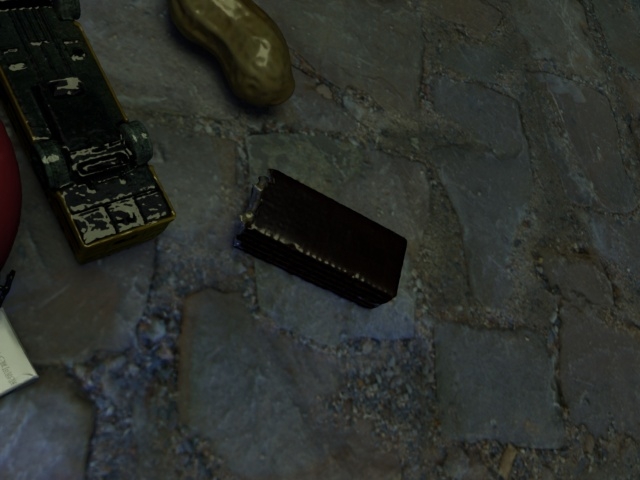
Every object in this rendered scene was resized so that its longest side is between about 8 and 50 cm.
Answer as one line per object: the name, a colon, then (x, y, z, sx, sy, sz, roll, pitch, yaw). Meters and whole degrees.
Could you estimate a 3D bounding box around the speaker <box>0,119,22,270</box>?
speaker: (-0.411, -0.033, 0.452, 0.294, 0.294, 0.294, 11, 65, -25)

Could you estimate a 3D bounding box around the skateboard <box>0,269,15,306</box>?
skateboard: (-0.360, 0.007, 0.603, 0.080, 0.067, 0.151, 25, 65, -29)

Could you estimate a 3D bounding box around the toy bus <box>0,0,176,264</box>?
toy bus: (-0.295, -0.144, 0.656, 0.121, 0.123, 0.335, -24, 82, -32)

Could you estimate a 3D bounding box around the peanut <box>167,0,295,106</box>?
peanut: (-0.136, -0.311, 0.820, 0.125, 0.111, 0.274, -37, 89, -30)

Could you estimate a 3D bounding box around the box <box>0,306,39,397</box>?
box: (-0.370, 0.138, 0.549, 0.154, 0.040, 0.084, -27, 87, -33)

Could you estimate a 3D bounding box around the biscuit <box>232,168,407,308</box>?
biscuit: (0.000, 0.000, 0.790, 0.252, 0.070, 0.106, 26, 59, -18)
